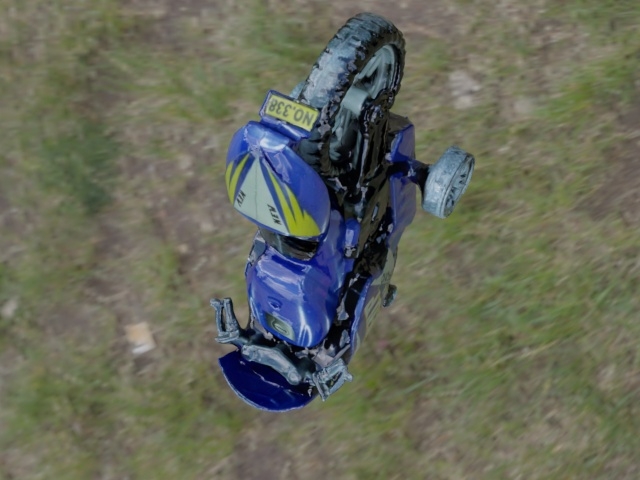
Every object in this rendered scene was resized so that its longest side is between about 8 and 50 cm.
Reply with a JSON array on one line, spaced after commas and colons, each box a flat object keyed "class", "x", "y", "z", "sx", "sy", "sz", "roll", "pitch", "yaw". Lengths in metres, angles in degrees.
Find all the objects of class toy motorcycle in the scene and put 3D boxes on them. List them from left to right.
[{"class": "toy motorcycle", "x": 0.000, "y": 0.000, "z": 0.977, "sx": 0.113, "sy": 0.315, "sz": 0.169, "roll": 27, "pitch": 65, "yaw": 17}]
